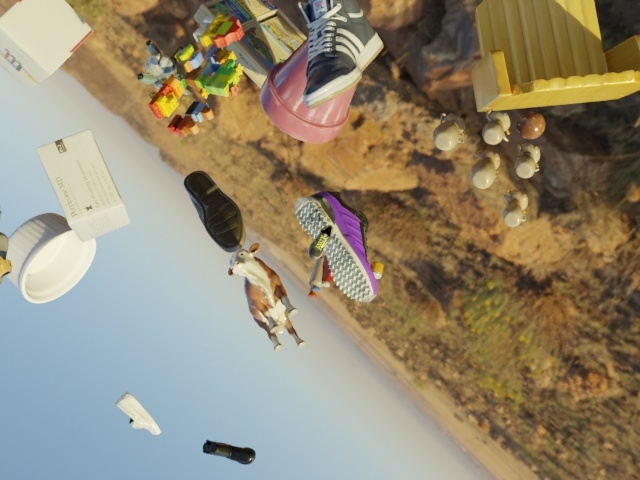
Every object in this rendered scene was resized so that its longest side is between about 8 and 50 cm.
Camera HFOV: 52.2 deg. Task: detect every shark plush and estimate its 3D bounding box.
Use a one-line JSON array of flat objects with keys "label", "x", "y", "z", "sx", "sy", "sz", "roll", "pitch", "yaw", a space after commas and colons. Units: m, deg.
[{"label": "shark plush", "x": -0.272, "y": -0.288, "z": 1.177, "sx": 0.067, "sy": 0.073, "sz": 0.161, "roll": 11, "pitch": 161, "yaw": 9}]

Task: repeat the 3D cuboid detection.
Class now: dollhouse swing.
[{"label": "dollhouse swing", "x": 0.542, "y": -0.475, "z": 1.512, "sx": 0.315, "sy": 0.346, "sz": 0.305, "roll": -47, "pitch": -48, "yaw": -87}]

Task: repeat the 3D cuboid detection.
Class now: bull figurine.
[{"label": "bull figurine", "x": -0.125, "y": 0.142, "z": 1.539, "sx": 0.188, "sy": 0.101, "sz": 0.310, "roll": 56, "pitch": 171, "yaw": 30}]

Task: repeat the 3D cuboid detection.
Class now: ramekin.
[{"label": "ramekin", "x": -0.856, "y": 0.047, "z": 2.041, "sx": 0.135, "sy": 0.277, "sz": 0.277, "roll": 34, "pitch": 171, "yaw": 16}]

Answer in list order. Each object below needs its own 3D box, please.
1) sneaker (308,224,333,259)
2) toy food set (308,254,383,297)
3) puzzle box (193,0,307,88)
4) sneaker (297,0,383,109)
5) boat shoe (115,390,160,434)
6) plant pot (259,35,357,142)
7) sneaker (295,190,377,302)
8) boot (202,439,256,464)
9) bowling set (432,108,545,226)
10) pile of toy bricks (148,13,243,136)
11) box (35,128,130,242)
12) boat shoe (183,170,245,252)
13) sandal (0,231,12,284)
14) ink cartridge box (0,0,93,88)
[{"label": "sneaker", "x": 0.000, "y": 0.000, "z": 1.340, "sx": 0.031, "sy": 0.083, "sz": 0.035, "roll": 26, "pitch": 156, "yaw": -1}, {"label": "toy food set", "x": 0.055, "y": 0.104, "z": 1.835, "sx": 0.232, "sy": 0.105, "sz": 0.111, "roll": 1, "pitch": 155, "yaw": 31}, {"label": "puzzle box", "x": -0.110, "y": -0.495, "z": 1.747, "sx": 0.409, "sy": 0.272, "sz": 0.052, "roll": 46, "pitch": 130, "yaw": -3}, {"label": "sneaker", "x": 0.010, "y": -0.339, "z": 1.104, "sx": 0.099, "sy": 0.282, "sz": 0.153, "roll": -18, "pitch": 116, "yaw": 34}, {"label": "boat shoe", "x": -0.577, "y": 0.558, "z": 2.061, "sx": 0.066, "sy": 0.063, "sz": 0.184, "roll": 18, "pitch": 144, "yaw": 54}, {"label": "plant pot", "x": -0.005, "y": -0.340, "z": 1.401, "sx": 0.201, "sy": 0.201, "sz": 0.180, "roll": 45, "pitch": 136, "yaw": 4}, {"label": "sneaker", "x": 0.074, "y": 0.000, "z": 1.558, "sx": 0.293, "sy": 0.146, "sz": 0.102, "roll": 59, "pitch": 141, "yaw": 7}, {"label": "boot", "x": -0.242, "y": 0.552, "z": 1.707, "sx": 0.121, "sy": 0.045, "sz": 0.099, "roll": -5, "pitch": 153, "yaw": 42}, {"label": "bowling set", "x": 0.393, "y": -0.190, "z": 1.351, "sx": 0.287, "sy": 0.200, "sz": 0.154, "roll": 50, "pitch": -146, "yaw": -6}, {"label": "pile of toy bricks", "x": -0.176, "y": -0.261, "z": 1.064, "sx": 0.105, "sy": 0.212, "sz": 0.118, "roll": 15, "pitch": 152, "yaw": 26}, {"label": "box", "x": -0.506, "y": -0.113, "z": 1.405, "sx": 0.181, "sy": 0.119, "sz": 0.182, "roll": 64, "pitch": 165, "yaw": 5}, {"label": "boat shoe", "x": -0.288, "y": -0.072, "z": 1.870, "sx": 0.307, "sy": 0.110, "sz": 0.104, "roll": 58, "pitch": 170, "yaw": 33}, {"label": "sandal", "x": -0.735, "y": 0.075, "z": 1.470, "sx": 0.060, "sy": 0.219, "sz": 0.090, "roll": 28, "pitch": -154, "yaw": 11}, {"label": "ink cartridge box", "x": -0.556, "y": -0.394, "z": 1.270, "sx": 0.127, "sy": 0.128, "sz": 0.176, "roll": 46, "pitch": 156, "yaw": -29}]
